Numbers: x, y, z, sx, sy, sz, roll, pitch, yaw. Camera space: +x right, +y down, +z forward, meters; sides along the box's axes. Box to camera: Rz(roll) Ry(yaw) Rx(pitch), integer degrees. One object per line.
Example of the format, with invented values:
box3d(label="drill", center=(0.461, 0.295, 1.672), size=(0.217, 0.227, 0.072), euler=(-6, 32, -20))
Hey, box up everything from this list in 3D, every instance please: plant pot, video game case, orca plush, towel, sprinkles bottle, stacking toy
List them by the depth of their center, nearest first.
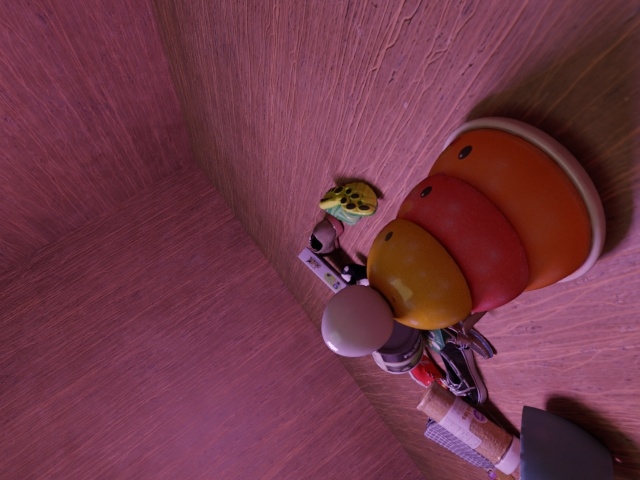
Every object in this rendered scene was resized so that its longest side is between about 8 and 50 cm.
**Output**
box3d(label="stacking toy", center=(0.204, 0.037, 0.813), size=(0.351, 0.479, 0.351), euler=(49, 162, 22))
box3d(label="plant pot", center=(0.610, 0.574, 1.151), size=(0.195, 0.290, 0.290), euler=(-2, 129, 27))
box3d(label="sprinkles bottle", center=(0.506, 0.630, 1.577), size=(0.355, 0.121, 0.121), euler=(33, 158, 15))
box3d(label="towel", center=(0.535, 0.732, 1.724), size=(0.283, 0.121, 0.235), euler=(28, 157, 14))
box3d(label="orca plush", center=(0.188, 0.133, 1.726), size=(0.287, 0.151, 0.102), euler=(36, 124, 56))
box3d(label="video game case", center=(0.042, 0.150, 2.028), size=(0.244, 0.061, 0.269), euler=(44, -177, 21))

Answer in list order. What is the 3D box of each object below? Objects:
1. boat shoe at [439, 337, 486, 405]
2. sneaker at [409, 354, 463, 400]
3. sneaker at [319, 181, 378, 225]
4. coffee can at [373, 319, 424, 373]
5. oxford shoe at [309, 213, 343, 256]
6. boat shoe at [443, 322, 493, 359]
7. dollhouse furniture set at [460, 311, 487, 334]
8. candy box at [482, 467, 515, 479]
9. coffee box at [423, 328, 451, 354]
box3d(label="boat shoe", center=(0.466, 0.459, 1.545), size=(0.113, 0.104, 0.306), euler=(35, 154, 52))
box3d(label="sneaker", center=(0.450, 0.538, 1.787), size=(0.279, 0.107, 0.118), euler=(47, 159, -7))
box3d(label="sneaker", center=(0.109, -0.116, 1.507), size=(0.123, 0.110, 0.295), euler=(38, 170, -25))
box3d(label="coffee can", center=(0.263, 0.346, 1.662), size=(0.201, 0.201, 0.275), euler=(46, 171, 30))
box3d(label="oxford shoe", center=(0.000, 0.000, 1.938), size=(0.123, 0.130, 0.348), euler=(50, 163, 16))
box3d(label="boat shoe", center=(0.433, 0.296, 1.397), size=(0.183, 0.066, 0.066), euler=(44, 160, 35))
box3d(label="dollhouse furniture set", center=(0.326, 0.086, 1.259), size=(0.262, 0.135, 0.259), euler=(42, 170, 41))
box3d(label="candy box", center=(0.700, 0.921, 1.871), size=(0.187, 0.053, 0.109), euler=(52, 164, 16))
box3d(label="coffee box", center=(0.399, 0.322, 1.587), size=(0.113, 0.040, 0.184), euler=(34, 154, 54))
